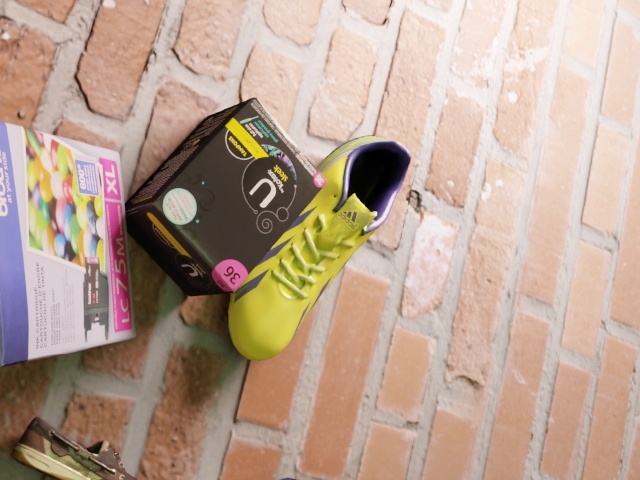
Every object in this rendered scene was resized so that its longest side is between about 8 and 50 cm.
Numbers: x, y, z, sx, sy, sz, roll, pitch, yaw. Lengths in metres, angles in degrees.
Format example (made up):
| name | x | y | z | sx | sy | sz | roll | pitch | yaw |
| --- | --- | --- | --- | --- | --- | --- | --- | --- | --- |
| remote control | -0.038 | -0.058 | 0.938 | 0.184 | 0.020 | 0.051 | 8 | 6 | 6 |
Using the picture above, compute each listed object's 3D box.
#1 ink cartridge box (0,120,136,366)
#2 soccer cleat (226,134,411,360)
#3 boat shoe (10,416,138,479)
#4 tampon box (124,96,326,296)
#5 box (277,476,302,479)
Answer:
| name | x | y | z | sx | sy | sz | roll | pitch | yaw |
| --- | --- | --- | --- | --- | --- | --- | --- | --- | --- |
| ink cartridge box | -0.239 | 0.004 | 0.810 | 0.311 | 0.065 | 0.186 | 3 | 81 | -77 |
| soccer cleat | -0.001 | -0.001 | 1.048 | 0.093 | 0.121 | 0.289 | 44 | 64 | -22 |
| boat shoe | -0.209 | 0.210 | 0.926 | 0.152 | 0.056 | 0.049 | 30 | 74 | -27 |
| tampon box | -0.100 | -0.042 | 0.999 | 0.120 | 0.101 | 0.161 | 48 | 62 | -19 |
| box | -0.106 | 0.345 | 0.986 | 0.233 | 0.044 | 0.159 | -9 | 90 | -34 |
